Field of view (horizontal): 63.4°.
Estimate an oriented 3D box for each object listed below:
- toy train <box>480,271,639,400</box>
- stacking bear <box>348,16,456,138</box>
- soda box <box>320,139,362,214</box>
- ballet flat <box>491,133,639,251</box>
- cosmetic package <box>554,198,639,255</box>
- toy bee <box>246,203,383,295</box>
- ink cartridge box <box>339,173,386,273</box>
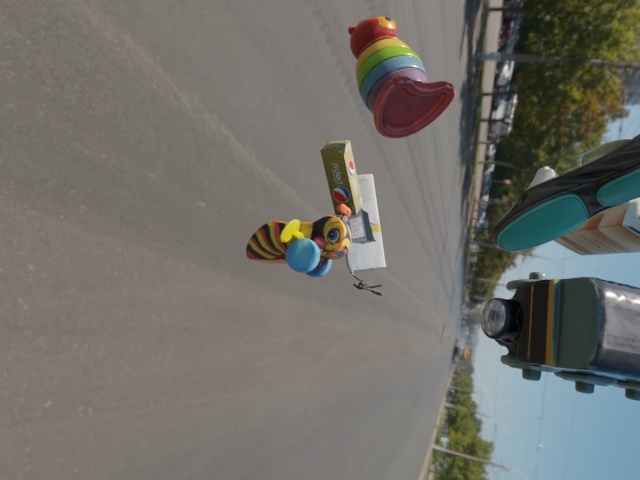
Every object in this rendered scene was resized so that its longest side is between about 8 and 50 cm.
[{"bbox_3d":[0.372,0.123,0.636,0.190,0.334,0.142,157,-56,-70],"label":"toy train"},{"bbox_3d":[0.151,-0.390,1.172,0.164,0.175,0.289,-57,-137,49],"label":"stacking bear"},{"bbox_3d":[0.054,-0.155,1.294,0.058,0.061,0.181,-55,138,-51],"label":"soda box"},{"bbox_3d":[0.377,-0.075,0.750,0.095,0.280,0.096,48,26,-38],"label":"ballet flat"},{"bbox_3d":[0.773,-0.049,1.396,0.129,0.153,0.296,-65,-172,-9],"label":"cosmetic package"},{"bbox_3d":[0.000,0.000,1.090,0.195,0.298,0.162,93,13,-83],"label":"toy bee"},{"bbox_3d":[0.133,-0.048,1.735,0.226,0.131,0.306,45,37,-84],"label":"ink cartridge box"}]
